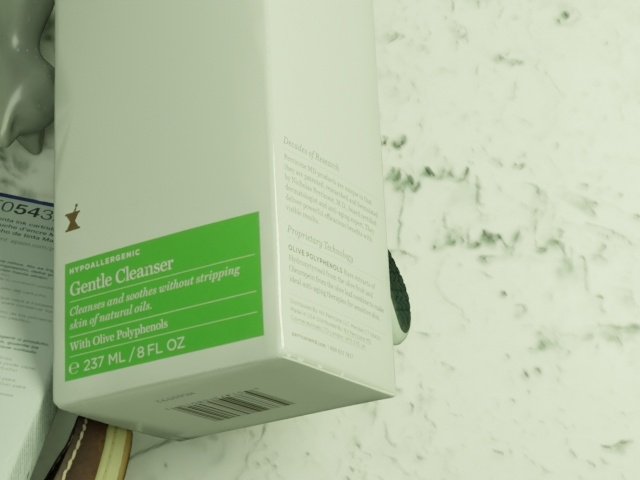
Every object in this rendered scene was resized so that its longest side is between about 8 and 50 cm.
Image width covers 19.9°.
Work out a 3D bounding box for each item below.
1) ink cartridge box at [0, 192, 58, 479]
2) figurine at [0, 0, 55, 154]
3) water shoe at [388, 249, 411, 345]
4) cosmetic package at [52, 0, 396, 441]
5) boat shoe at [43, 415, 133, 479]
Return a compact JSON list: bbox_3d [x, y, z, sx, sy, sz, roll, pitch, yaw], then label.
[{"bbox_3d":[-0.339,0.067,1.298,0.324,0.071,0.330,11,34,3],"label":"ink cartridge box"},{"bbox_3d":[-0.255,-0.173,1.344,0.092,0.215,0.209,-9,80,17],"label":"figurine"},{"bbox_3d":[0.000,0.000,1.381,0.080,0.073,0.203,-29,71,11],"label":"water shoe"},{"bbox_3d":[-0.071,-0.059,1.293,0.197,0.155,0.365,-16,67,29],"label":"cosmetic package"},{"bbox_3d":[-0.248,0.262,1.274,0.123,0.123,0.342,29,84,-6],"label":"boat shoe"}]
